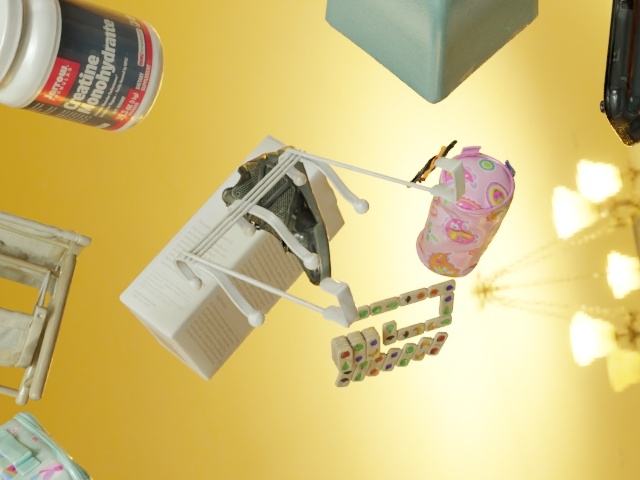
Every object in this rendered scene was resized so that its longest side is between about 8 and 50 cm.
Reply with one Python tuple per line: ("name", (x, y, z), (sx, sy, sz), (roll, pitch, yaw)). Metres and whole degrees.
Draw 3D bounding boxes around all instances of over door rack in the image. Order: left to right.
("over door rack", (0.000, 0.000, 1.309), (0.239, 0.324, 0.108), (-47, -55, -27))

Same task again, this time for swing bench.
("swing bench", (-0.496, 0.079, 1.524), (0.253, 0.165, 0.254), (20, -108, -20))

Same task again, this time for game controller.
("game controller", (0.503, -0.316, 1.721), (0.166, 0.067, 0.319), (43, -126, -60))

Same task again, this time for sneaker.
("sneaker", (-0.063, -0.024, 1.517), (0.087, 0.130, 0.227), (102, 150, -64))

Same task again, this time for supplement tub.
("supplement tub", (-0.400, -0.284, 1.651), (0.272, 0.191, 0.191), (11, -110, -42))

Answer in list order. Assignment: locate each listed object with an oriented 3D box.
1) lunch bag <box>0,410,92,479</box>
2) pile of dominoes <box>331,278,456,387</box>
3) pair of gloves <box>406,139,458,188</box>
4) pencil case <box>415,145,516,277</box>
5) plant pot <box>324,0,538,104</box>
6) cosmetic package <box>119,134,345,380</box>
("lunch bag", (-0.360, 0.354, 1.427), (0.108, 0.279, 0.224), (-29, -68, -26))
("pile of dominoes", (0.143, 0.186, 1.985), (0.040, 0.251, 0.196), (-122, 22, -46))
("pair of gloves", (0.140, -0.097, 1.348), (0.010, 0.083, 0.074), (42, -102, -4))
("pencil case", (0.231, -0.041, 1.732), (0.284, 0.124, 0.124), (97, 178, -65))
("plant pot", (0.166, -0.409, 1.568), (0.247, 0.248, 0.252), (-42, -22, -16))
("cosmetic package", (-0.168, 0.035, 2.167), (0.453, 0.161, 0.230), (-48, -30, -15))
